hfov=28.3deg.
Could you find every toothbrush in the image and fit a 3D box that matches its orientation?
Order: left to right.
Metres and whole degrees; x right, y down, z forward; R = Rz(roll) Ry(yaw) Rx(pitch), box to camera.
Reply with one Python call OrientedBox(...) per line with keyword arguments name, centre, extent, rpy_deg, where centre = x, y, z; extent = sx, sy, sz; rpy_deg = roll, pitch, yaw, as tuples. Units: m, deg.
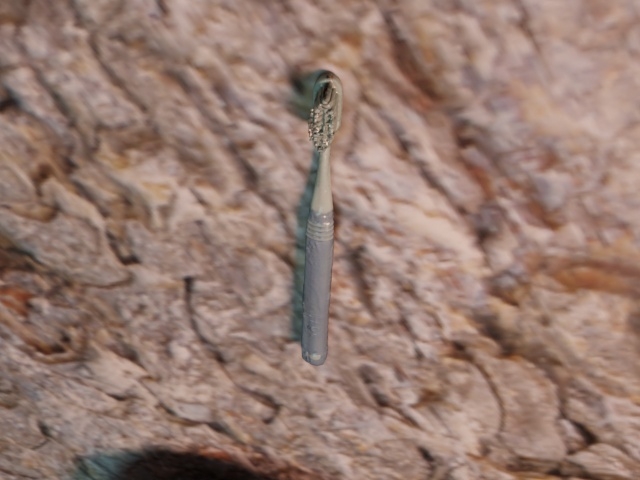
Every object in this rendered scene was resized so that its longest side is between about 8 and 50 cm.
OrientedBox(name="toothbrush", centre=(0.000, 0.000, 0.637), extent=(0.016, 0.019, 0.219), rpy_deg=(8, 142, 3))
